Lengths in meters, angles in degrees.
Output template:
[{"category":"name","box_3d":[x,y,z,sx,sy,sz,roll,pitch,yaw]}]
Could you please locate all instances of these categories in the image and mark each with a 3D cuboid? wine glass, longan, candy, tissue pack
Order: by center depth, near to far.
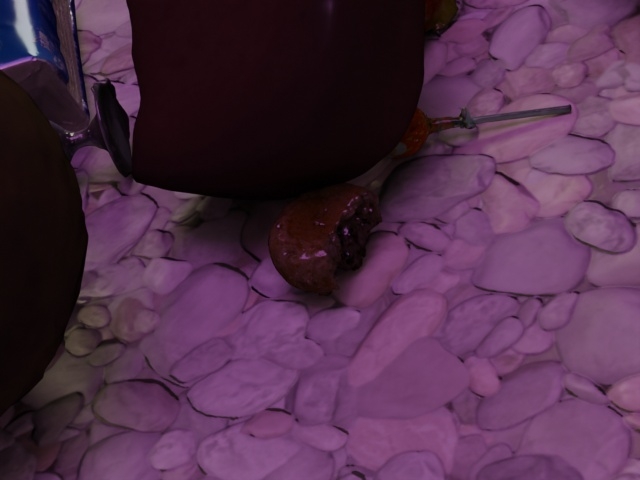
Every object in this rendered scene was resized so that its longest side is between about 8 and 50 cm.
[{"category":"longan","box_3d":[-0.383,0.005,1.308,0.391,0.391,0.391,-13,40,11]},{"category":"candy","box_3d":[0.135,-0.109,1.473,0.185,0.049,0.055,-7,71,8]},{"category":"wine glass","box_3d":[-0.298,-0.081,1.580,0.222,0.103,0.103,-16,40,5]},{"category":"tissue pack","box_3d":[-0.362,-0.198,1.712,0.209,0.137,0.269,-18,39,2]}]

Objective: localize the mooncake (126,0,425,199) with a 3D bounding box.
[{"category":"mooncake","box_3d":[-0.055,-0.186,1.456,0.326,0.174,0.334,49,113,26]}]

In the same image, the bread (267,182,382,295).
[{"category":"bread","box_3d":[0.000,0.000,1.387,0.082,0.060,0.113,10,47,32]}]

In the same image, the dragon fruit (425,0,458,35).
[{"category":"dragon fruit","box_3d":[0.013,-0.268,1.638,0.268,0.130,0.295,-27,39,-14]}]
